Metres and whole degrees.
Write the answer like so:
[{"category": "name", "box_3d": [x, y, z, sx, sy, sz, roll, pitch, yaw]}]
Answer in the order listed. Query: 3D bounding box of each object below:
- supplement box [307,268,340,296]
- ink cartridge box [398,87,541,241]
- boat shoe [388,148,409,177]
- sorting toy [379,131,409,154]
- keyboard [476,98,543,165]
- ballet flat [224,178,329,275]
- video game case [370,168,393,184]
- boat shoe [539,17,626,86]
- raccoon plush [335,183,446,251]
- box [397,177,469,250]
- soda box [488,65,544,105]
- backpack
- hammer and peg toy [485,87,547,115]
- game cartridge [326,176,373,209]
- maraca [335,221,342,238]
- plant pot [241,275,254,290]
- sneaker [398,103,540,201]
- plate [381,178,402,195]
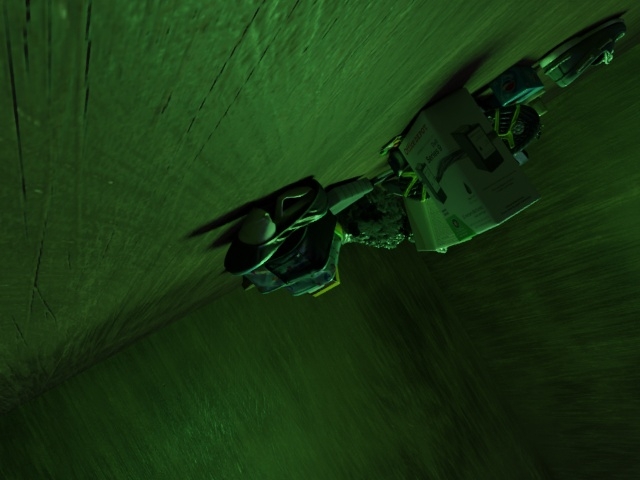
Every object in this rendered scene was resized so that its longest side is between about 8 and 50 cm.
[{"category": "supplement box", "box_3d": [-0.049, 0.077, 1.667, 0.129, 0.191, 0.194, -32, 138, 30]}, {"category": "ink cartridge box", "box_3d": [0.323, -0.162, 1.014, 0.122, 0.289, 0.211, -30, 173, -10]}, {"category": "boat shoe", "box_3d": [0.245, -0.233, 1.312, 0.066, 0.066, 0.183, -32, 177, 3]}, {"category": "sorting toy", "box_3d": [0.182, -0.239, 1.106, 0.062, 0.012, 0.083, -29, 176, -34]}, {"category": "keyboard", "box_3d": [0.523, -0.302, 1.283, 0.317, 0.033, 0.201, 26, 126, -38]}, {"category": "ballet flat", "box_3d": [-0.097, -0.044, 0.930, 0.280, 0.095, 0.096, -40, 140, -28]}, {"category": "video game case", "box_3d": [0.222, -0.230, 1.650, 0.087, 0.011, 0.122, -29, 177, -21]}, {"category": "boat shoe", "box_3d": [0.720, -0.500, 1.193, 0.319, 0.099, 0.116, -29, 176, -23]}, {"category": "raccoon plush", "box_3d": [0.219, -0.019, 1.685, 0.216, 0.446, 0.299, -58, -175, -19]}, {"category": "box", "box_3d": [0.357, -0.132, 1.425, 0.148, 0.311, 0.121, -15, -178, -15]}, {"category": "soda box", "box_3d": [0.505, -0.396, 1.134, 0.071, 0.067, 0.210, -33, 175, 39]}, {"category": "backpack", "box_3d": [-0.078, 0.025, 1.133, 0.254, 0.191, 0.225, -23, -149, 26]}, {"category": "hammer and peg toy", "box_3d": [0.523, -0.354, 1.415, 0.361, 0.127, 0.266, -31, 177, 18]}, {"category": "game cartridge", "box_3d": [-0.026, -0.076, 1.378, 0.355, 0.068, 0.230, -32, 173, 34]}, {"category": "maraca", "box_3d": [0.008, -0.039, 1.587, 0.099, 0.127, 0.186, -61, -152, -10]}, {"category": "plant pot", "box_3d": [-0.222, 0.095, 1.765, 0.237, 0.109, 0.237, -30, 176, -2]}, {"category": "sneaker", "box_3d": [0.385, -0.251, 1.198, 0.385, 0.145, 0.147, -26, -164, 23]}, {"category": "plate", "box_3d": [0.347, -0.223, 1.845, 0.188, 0.188, 0.024, -27, 135, -52]}]
